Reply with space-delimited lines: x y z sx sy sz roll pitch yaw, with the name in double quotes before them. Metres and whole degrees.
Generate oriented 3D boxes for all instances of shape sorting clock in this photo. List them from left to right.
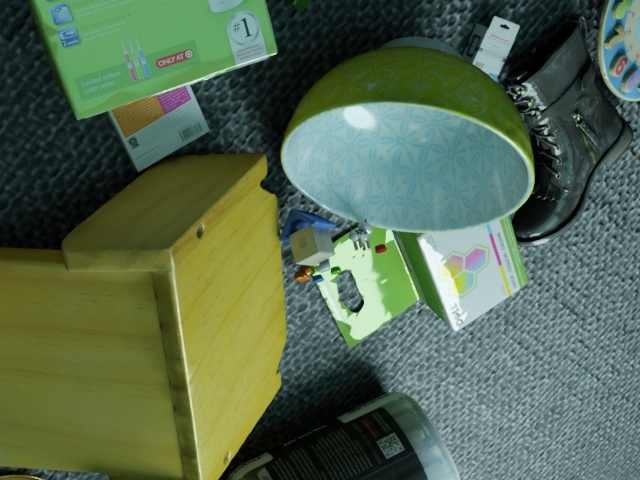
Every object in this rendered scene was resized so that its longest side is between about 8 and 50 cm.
"shape sorting clock" 0.442 -0.290 1.297 0.206 0.040 0.206 -15 113 -39

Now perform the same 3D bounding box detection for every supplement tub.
"supplement tub" 0.011 0.370 1.357 0.338 0.207 0.207 -23 126 -16

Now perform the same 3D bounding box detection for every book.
"book" -0.189 -0.157 1.049 0.096 0.035 0.144 -31 128 -14

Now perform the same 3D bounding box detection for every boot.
"boot" 0.302 -0.146 1.303 0.263 0.091 0.229 -52 129 -7

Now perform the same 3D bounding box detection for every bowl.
"bowl" 0.107 -0.141 1.125 0.289 0.289 0.156 32 56 -38

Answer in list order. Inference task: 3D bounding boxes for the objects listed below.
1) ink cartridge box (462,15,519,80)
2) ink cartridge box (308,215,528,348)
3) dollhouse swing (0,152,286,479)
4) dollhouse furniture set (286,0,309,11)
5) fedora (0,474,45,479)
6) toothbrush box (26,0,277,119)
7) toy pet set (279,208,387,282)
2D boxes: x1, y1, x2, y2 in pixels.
"ink cartridge box" 0.213 -0.244 1.225 0.048 0.028 0.083 11 112 -34
"ink cartridge box" 0.135 0.042 1.306 0.255 0.097 0.188 -33 128 -10
"dollhouse swing" -0.246 0.089 1.143 0.315 0.305 0.346 -52 146 -51
"dollhouse furniture set" -0.073 -0.302 1.011 0.076 0.058 0.152 -50 129 5
"fedora" -0.401 0.388 1.216 0.194 0.079 0.194 -14 124 -22
"toothbrush box" -0.183 -0.284 0.892 0.206 0.122 0.283 -22 119 -13
"toy pet set" 0.000 0.000 1.209 0.122 0.065 0.114 -27 159 32
